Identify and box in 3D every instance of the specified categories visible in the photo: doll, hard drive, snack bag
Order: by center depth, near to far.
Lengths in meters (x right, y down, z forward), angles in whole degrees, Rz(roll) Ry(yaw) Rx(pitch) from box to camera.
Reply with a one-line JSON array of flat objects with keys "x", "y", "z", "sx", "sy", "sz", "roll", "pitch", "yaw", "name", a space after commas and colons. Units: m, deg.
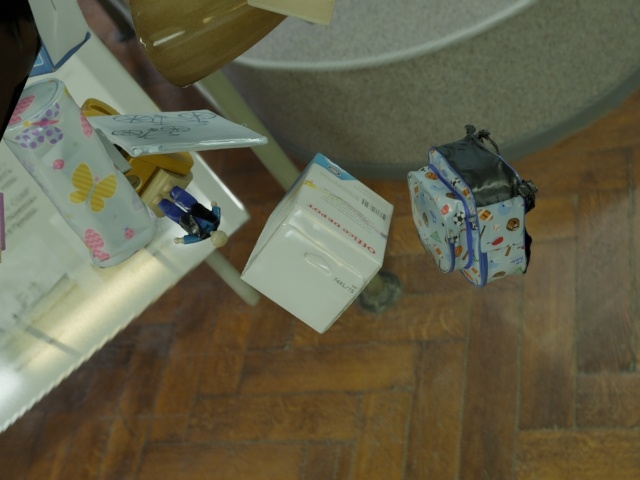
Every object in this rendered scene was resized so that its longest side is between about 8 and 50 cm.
[{"x": -0.383, "y": -0.144, "z": 1.554, "sx": 0.022, "sy": 0.094, "sz": 0.135, "roll": -38, "pitch": 6, "yaw": 14, "name": "hard drive"}, {"x": -0.314, "y": -0.232, "z": 1.957, "sx": 0.323, "sy": 0.037, "sz": 0.342, "roll": -8, "pitch": 21, "yaw": -31, "name": "snack bag"}, {"x": -0.282, "y": -0.046, "z": 1.991, "sx": 0.189, "sy": 0.046, "sz": 0.129, "roll": 36, "pitch": 77, "yaw": 13, "name": "doll"}]

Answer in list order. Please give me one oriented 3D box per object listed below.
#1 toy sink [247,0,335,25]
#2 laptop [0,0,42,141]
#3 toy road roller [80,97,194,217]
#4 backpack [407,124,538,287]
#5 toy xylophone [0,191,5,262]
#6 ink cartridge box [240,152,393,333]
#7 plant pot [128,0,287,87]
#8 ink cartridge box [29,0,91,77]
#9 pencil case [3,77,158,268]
[{"x": -0.023, "y": -0.520, "z": 1.586, "sx": 0.152, "sy": 0.131, "sz": 0.234, "roll": 16, "pitch": 59, "yaw": -1, "name": "toy sink"}, {"x": -0.495, "y": -0.250, "z": 0.923, "sx": 0.236, "sy": 0.382, "sz": 0.408, "roll": -2, "pitch": 43, "yaw": 4, "name": "laptop"}, {"x": -0.496, "y": -0.210, "z": 2.210, "sx": 0.202, "sy": 0.329, "sz": 0.240, "roll": -50, "pitch": 43, "yaw": 23, "name": "toy road roller"}, {"x": 0.296, "y": -0.042, "z": 1.741, "sx": 0.213, "sy": 0.263, "sz": 0.276, "roll": -22, "pitch": 33, "yaw": 1, "name": "backpack"}, {"x": -0.599, "y": -0.037, "z": 1.305, "sx": 0.081, "sy": 0.322, "sz": 0.236, "roll": 16, "pitch": 101, "yaw": 47, "name": "toy xylophone"}, {"x": 0.000, "y": 0.000, "z": 1.758, "sx": 0.197, "sy": 0.198, "sz": 0.270, "roll": -51, "pitch": 9, "yaw": 26, "name": "ink cartridge box"}, {"x": -0.195, "y": -0.446, "z": 1.728, "sx": 0.254, "sy": 0.237, "sz": 0.237, "roll": -15, "pitch": 51, "yaw": 23, "name": "plant pot"}, {"x": -0.593, "y": -0.365, "z": 1.379, "sx": 0.395, "sy": 0.270, "sz": 0.151, "roll": -8, "pitch": 30, "yaw": 21, "name": "ink cartridge box"}, {"x": -0.335, "y": -0.090, "z": 1.244, "sx": 0.113, "sy": 0.273, "sz": 0.124, "roll": -39, "pitch": 38, "yaw": -14, "name": "pencil case"}]
